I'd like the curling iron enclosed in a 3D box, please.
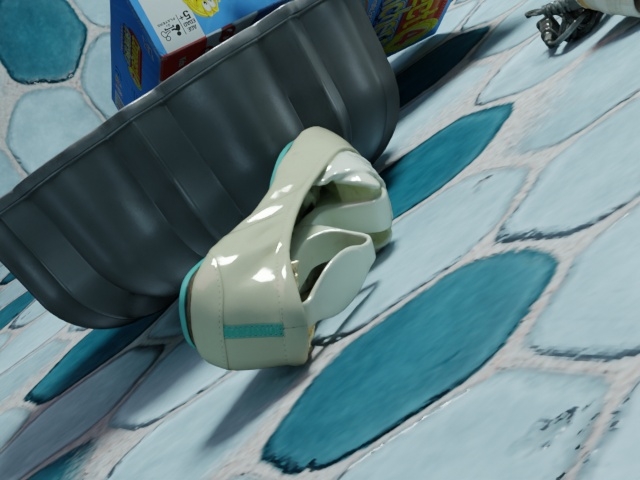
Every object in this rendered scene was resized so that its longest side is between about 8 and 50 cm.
[{"bbox_3d":[0.229,-0.218,1.236,0.274,0.035,0.068,-45,13,-35],"label":"curling iron"}]

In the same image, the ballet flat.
[{"bbox_3d":[0.000,0.000,0.992,0.086,0.086,0.248,-31,14,30],"label":"ballet flat"}]

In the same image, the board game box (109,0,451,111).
[{"bbox_3d":[-0.025,-0.198,1.455,0.302,0.086,0.308,-27,-10,-12],"label":"board game box"}]

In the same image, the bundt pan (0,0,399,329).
[{"bbox_3d":[-0.081,-0.048,1.227,0.331,0.124,0.331,-34,4,3],"label":"bundt pan"}]

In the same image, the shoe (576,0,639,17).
[{"bbox_3d":[0.252,-0.221,1.098,0.219,0.076,0.058,-45,29,-3],"label":"shoe"}]
